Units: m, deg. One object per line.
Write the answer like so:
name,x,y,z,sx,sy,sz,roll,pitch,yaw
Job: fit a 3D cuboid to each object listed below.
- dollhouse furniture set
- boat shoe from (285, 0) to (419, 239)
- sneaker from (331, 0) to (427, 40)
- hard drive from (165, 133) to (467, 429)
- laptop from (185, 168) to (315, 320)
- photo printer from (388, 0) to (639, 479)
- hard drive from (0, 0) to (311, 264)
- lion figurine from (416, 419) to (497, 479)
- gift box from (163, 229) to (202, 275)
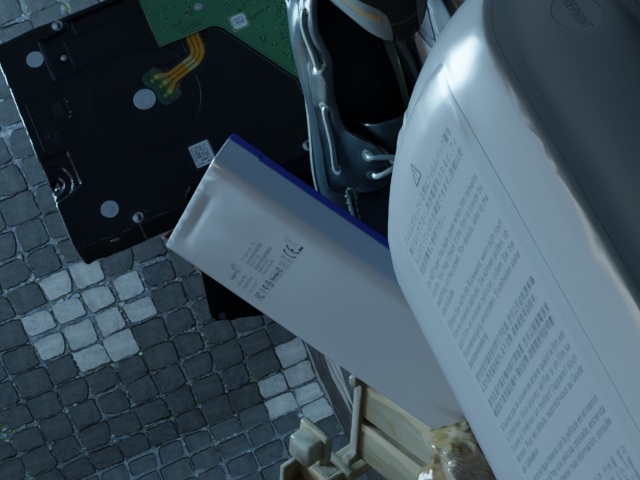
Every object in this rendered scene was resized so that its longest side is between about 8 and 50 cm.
dollhouse furniture set,0.117,0.212,1.665,0.303,0.174,0.355,35,138,32
boat shoe,0.045,-0.090,1.244,0.099,0.116,0.319,-123,16,-79
sneaker,0.002,-0.250,1.114,0.271,0.100,0.108,62,177,40
hard drive,0.025,0.049,1.251,0.319,0.040,0.210,35,154,-3
laptop,0.000,0.000,1.448,0.264,0.234,0.136,-22,-75,-88
photo printer,0.136,0.028,0.737,0.256,0.107,0.307,105,144,-58
hard drive,-0.121,-0.148,1.421,0.064,0.339,0.237,79,166,-73
lion figurine,0.222,0.308,1.170,0.392,0.142,0.240,27,136,51
gift box,-0.089,-0.106,1.760,0.276,0.258,0.255,47,-175,-36
